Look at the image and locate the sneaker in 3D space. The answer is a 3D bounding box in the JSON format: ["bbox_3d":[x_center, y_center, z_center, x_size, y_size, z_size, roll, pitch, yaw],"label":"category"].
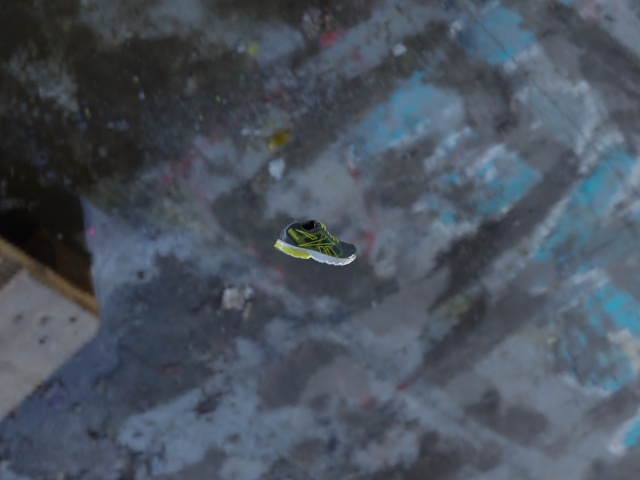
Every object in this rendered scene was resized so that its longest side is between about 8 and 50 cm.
[{"bbox_3d":[0.000,0.000,1.284,0.083,0.031,0.035,8,104,-34],"label":"sneaker"}]
